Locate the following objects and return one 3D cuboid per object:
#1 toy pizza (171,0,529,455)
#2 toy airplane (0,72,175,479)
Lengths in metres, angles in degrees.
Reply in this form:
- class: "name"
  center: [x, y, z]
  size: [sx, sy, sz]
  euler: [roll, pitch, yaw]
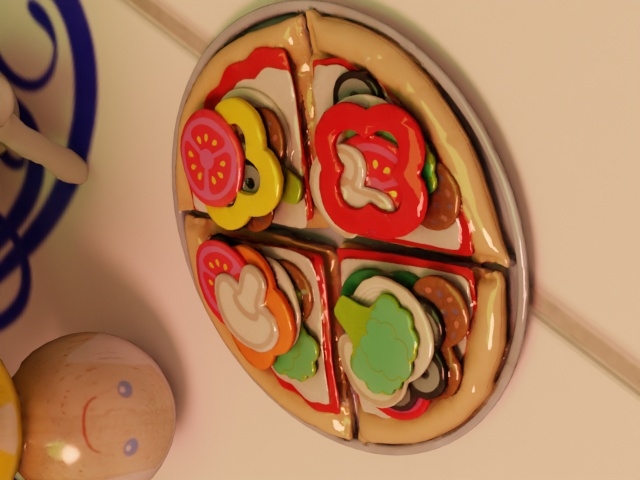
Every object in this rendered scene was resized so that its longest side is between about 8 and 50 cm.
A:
- class: "toy pizza"
  center: [0.000, 0.000, 0.645]
  size: [0.201, 0.032, 0.201]
  euler: [19, 120, 38]
- class: "toy airplane"
  center: [-0.210, 0.100, 0.766]
  size: [0.384, 0.272, 0.386]
  euler: [-104, 14, -51]
